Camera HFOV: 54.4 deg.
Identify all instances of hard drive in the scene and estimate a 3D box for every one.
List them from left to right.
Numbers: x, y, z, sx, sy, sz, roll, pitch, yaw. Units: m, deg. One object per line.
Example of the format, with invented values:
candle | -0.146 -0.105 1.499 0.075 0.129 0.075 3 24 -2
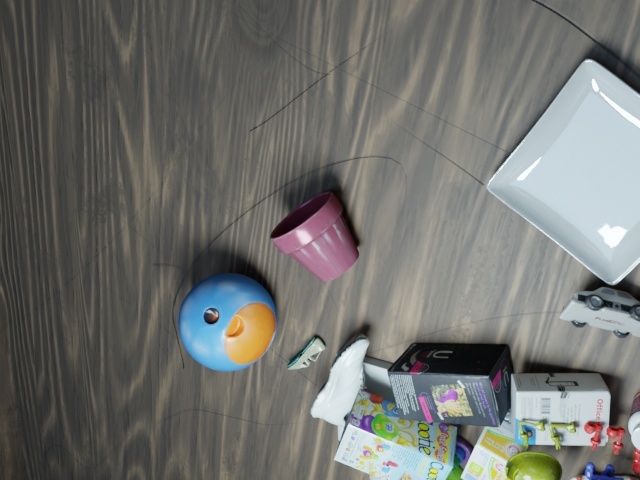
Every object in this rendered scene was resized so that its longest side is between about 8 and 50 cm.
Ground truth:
hard drive | 0.142 0.482 1.820 0.203 0.040 0.308 11 114 29

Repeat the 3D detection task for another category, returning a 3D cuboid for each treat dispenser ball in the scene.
treat dispenser ball | -0.272 0.238 1.830 0.288 0.288 0.288 13 116 28

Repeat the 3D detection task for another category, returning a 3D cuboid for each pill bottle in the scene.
pill bottle | 0.713 0.388 1.341 0.086 0.152 0.086 13 116 29

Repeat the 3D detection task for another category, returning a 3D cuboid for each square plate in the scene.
square plate | 0.579 -0.134 1.279 0.347 0.049 0.344 41 126 12

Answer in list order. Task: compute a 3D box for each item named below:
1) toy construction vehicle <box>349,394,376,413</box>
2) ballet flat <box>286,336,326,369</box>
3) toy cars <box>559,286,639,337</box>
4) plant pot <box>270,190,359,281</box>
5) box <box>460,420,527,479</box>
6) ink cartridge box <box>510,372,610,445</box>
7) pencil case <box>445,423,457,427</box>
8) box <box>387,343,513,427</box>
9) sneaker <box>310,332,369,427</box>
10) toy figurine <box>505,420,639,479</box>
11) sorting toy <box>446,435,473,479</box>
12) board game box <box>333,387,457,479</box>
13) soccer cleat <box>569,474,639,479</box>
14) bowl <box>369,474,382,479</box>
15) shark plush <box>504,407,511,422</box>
toy construction vehicle | 0.116 0.471 1.784 0.098 0.035 0.086 19 119 25
ballet flat | -0.043 0.355 1.880 0.052 0.057 0.168 41 127 0
toy cars | 0.701 0.122 1.278 0.393 0.087 0.176 -13 138 38
plant pot | 0.000 0.000 1.633 0.201 0.201 0.180 -26 110 37
box | 0.443 0.550 1.574 0.114 0.103 0.203 26 142 22
ink cartridge box | 0.553 0.392 1.448 0.203 0.086 0.148 -2 110 9
pencil case | 0.319 0.522 1.707 0.070 0.064 0.152 17 127 -16
box | 0.331 0.357 1.567 0.270 0.165 0.143 -6 106 34
sneaker | 0.080 0.391 1.737 0.129 0.111 0.297 26 113 9
toy figurine | 0.602 0.531 1.328 0.362 0.217 0.191 6 110 5
sorting toy | 0.320 0.709 1.746 0.127 0.126 0.366 30 124 19
board game box | 0.197 0.528 1.624 0.275 0.142 0.144 21 122 6
soccer cleat | 0.701 0.597 1.499 0.196 0.076 0.068 3 71 17
bowl | 0.227 0.665 1.789 0.142 0.053 0.142 30 124 11
shark plush | 0.537 0.458 1.537 0.161 0.067 0.073 30 122 20
